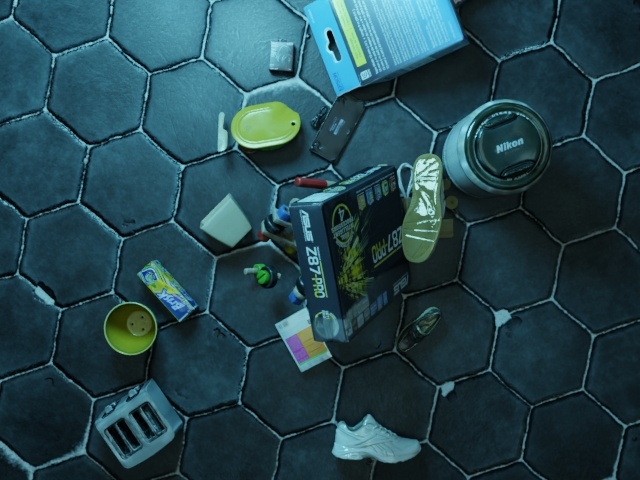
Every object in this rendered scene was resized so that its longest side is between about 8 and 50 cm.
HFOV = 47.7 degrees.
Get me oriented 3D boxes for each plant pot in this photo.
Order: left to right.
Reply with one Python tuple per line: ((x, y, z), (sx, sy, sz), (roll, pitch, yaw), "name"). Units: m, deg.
((-0.479, 0.221, 1.871), (0.134, 0.095, 0.134), (0, 92, 0), "plant pot")
((-0.236, -0.045, 1.862), (0.109, 0.109, 0.096), (-46, 103, 2), "plant pot")

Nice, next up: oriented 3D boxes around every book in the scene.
((-0.044, 0.261, 1.903), (0.096, 0.035, 0.144), (-28, 91, 4), "book")

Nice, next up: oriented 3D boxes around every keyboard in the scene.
((0.031, -0.304, 1.889), (0.108, 0.023, 0.180), (28, 91, -7), "keyboard")

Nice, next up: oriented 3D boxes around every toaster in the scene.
((-0.464, 0.479, 1.873), (0.168, 0.110, 0.186), (-33, 92, 2), "toaster")

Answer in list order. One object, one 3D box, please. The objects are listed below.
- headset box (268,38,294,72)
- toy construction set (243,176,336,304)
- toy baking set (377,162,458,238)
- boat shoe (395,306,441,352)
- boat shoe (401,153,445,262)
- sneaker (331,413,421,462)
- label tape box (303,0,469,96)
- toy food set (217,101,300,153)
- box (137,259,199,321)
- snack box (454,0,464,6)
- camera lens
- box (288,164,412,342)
((-0.100, -0.479, 1.878), (0.062, 0.032, 0.083), (5, 93, 0), "headset box")
((0.000, 0.000, 1.823), (0.237, 0.257, 0.309), (1, 114, -42), "toy construction set")
((0.242, -0.090, 1.892), (0.256, 0.030, 0.197), (22, 86, -7), "toy baking set")
((0.256, 0.233, 1.890), (0.056, 0.049, 0.152), (42, 92, -1), "boat shoe")
((0.272, -0.074, 1.830), (0.098, 0.096, 0.277), (7, 82, 23), "boat shoe")
((0.147, 0.512, 1.883), (0.232, 0.090, 0.115), (2, 88, -1), "sneaker")
((0.165, -0.543, 1.823), (0.347, 0.115, 0.249), (-20, 92, 24), "label tape box")
((-0.158, -0.280, 1.874), (0.217, 0.071, 0.128), (-9, 68, -1), "toy food set")
((-0.396, 0.131, 1.886), (0.054, 0.059, 0.169), (-42, 91, 4), "box")
((0.342, -0.717, 1.849), (0.174, 0.070, 0.207), (-37, 90, 2), "snack box")
((0.420, -0.215, 1.758), (0.219, 0.274, 0.220), (0, 91, -2), "camera lens")
((0.084, 0.018, 1.694), (0.097, 0.395, 0.319), (0, 106, 30), "box")
